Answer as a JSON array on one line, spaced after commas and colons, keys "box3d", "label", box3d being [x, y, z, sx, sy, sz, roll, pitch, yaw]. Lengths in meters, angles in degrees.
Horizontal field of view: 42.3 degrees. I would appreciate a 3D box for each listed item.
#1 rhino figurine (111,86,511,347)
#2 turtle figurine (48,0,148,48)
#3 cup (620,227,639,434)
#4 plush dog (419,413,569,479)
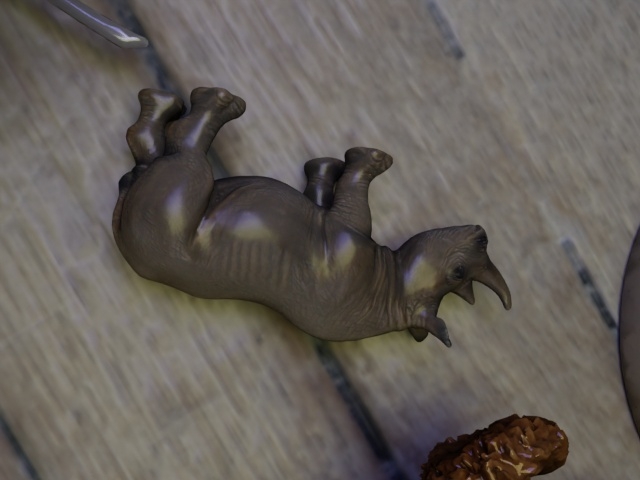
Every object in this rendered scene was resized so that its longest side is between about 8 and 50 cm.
[{"box3d": [0.000, 0.000, 0.468, 0.243, 0.073, 0.106, 20, 77, -13], "label": "rhino figurine"}, {"box3d": [-0.225, -0.241, 0.370, 0.267, 0.198, 0.274, -7, 82, -9], "label": "turtle figurine"}, {"box3d": [0.384, 0.059, 0.473, 0.331, 0.237, 0.330, 1, 85, -13], "label": "cup"}, {"box3d": [0.112, 0.212, 0.390, 0.225, 0.210, 0.262, 32, 67, -8], "label": "plush dog"}]
